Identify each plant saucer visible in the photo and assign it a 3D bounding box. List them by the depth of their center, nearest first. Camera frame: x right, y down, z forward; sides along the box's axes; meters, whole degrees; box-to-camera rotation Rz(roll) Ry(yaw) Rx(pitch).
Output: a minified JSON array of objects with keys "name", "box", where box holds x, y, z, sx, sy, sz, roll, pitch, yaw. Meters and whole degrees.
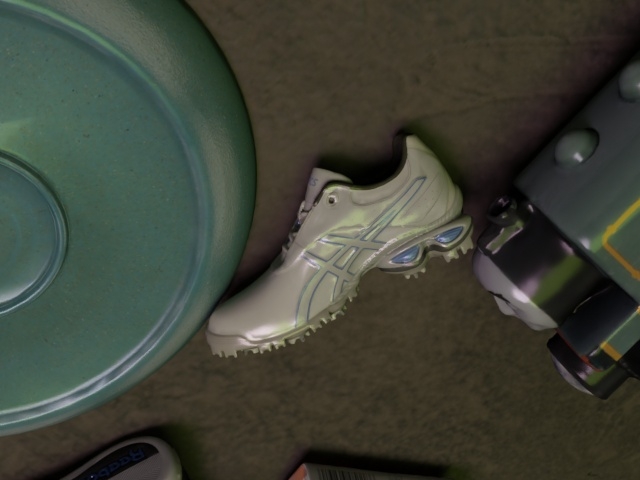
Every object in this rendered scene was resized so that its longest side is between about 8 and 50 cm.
[{"name":"plant saucer","box":[-0.183,-0.009,0.422,0.317,0.044,0.318,-9,123,-14]}]

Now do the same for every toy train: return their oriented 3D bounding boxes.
[{"name":"toy train","box":[0.242,-0.052,0.495,0.190,0.142,0.334,37,104,-25]}]

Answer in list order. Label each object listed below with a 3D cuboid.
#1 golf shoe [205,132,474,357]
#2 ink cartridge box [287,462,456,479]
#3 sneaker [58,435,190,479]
[{"name":"golf shoe","box":[0.000,0.000,0.492,0.176,0.069,0.086,-30,109,-7]},{"name":"ink cartridge box","box":[0.012,0.245,0.663,0.145,0.045,0.179,14,133,-27]},{"name":"sneaker","box":[-0.177,0.224,0.546,0.216,0.079,0.121,-22,126,-6]}]
